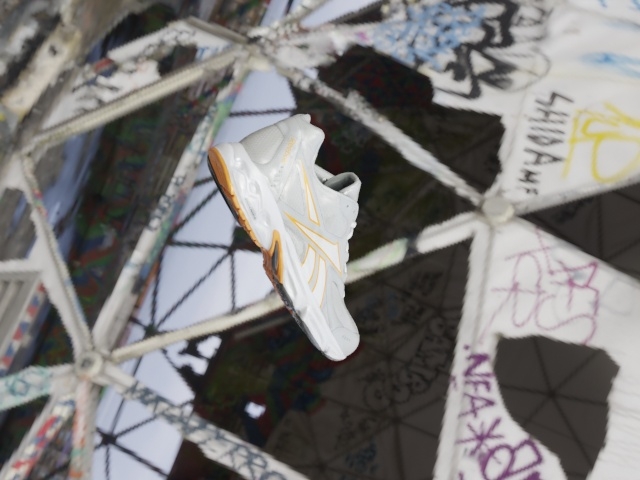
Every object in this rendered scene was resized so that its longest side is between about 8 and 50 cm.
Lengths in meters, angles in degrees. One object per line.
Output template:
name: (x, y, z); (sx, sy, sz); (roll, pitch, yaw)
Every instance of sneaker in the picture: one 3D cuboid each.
sneaker: (0.000, 0.000, 0.896); (0.121, 0.262, 0.099); (-31, -149, -8)
